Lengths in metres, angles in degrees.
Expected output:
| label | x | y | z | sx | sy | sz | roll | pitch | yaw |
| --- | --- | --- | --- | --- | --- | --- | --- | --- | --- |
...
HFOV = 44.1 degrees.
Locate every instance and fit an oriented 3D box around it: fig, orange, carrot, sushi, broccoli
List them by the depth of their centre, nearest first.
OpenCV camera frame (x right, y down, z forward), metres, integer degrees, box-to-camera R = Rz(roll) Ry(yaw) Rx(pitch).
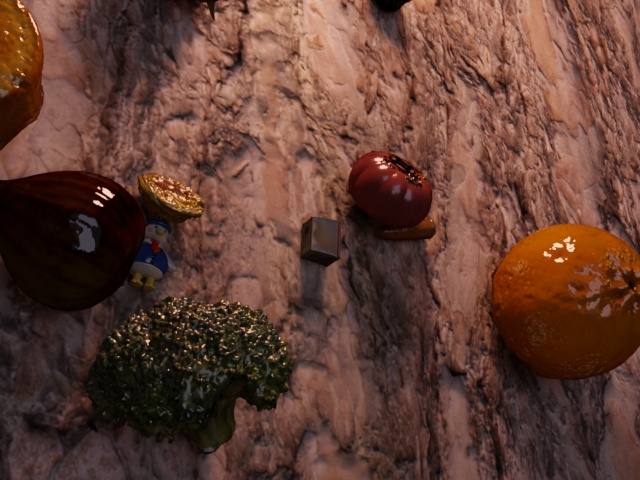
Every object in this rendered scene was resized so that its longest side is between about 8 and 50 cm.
| label | x | y | z | sx | sy | sz | roll | pitch | yaw |
| --- | --- | --- | --- | --- | --- | --- | --- | --- | --- |
| fig | -0.429 | -0.029 | 1.166 | 0.320 | 0.217 | 0.217 | 25 | 58 | -1 |
| broccoli | -0.188 | 0.195 | 1.197 | 0.288 | 0.260 | 0.236 | 12 | 74 | 17 |
| carrot | 0.177 | -0.020 | 1.645 | 0.139 | 0.048 | 0.048 | -6 | 76 | -34 |
| orange | 0.542 | 0.126 | 1.683 | 0.340 | 0.293 | 0.341 | 11 | 68 | -29 |
| sushi | 0.168 | -0.582 | 1.830 | 0.098 | 0.084 | 0.094 | -41 | 101 | -33 |

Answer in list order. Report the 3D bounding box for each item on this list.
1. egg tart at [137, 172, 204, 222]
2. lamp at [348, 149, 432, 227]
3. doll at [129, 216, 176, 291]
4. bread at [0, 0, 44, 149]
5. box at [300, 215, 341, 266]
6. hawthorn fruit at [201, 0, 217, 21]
| label | x | y | z | sx | sy | sz | roll | pitch | yaw |
| --- | --- | --- | --- | --- | --- | --- | --- | --- | --- |
| egg tart | -0.259 | -0.069 | 1.341 | 0.130 | 0.052 | 0.130 | 29 | 17 | -9 |
| lamp | 0.136 | -0.096 | 1.590 | 0.182 | 0.140 | 0.182 | 25 | 28 | -15 |
| doll | -0.281 | 0.017 | 1.313 | 0.098 | 0.057 | 0.143 | 26 | 54 | -23 |
| bread | -0.550 | -0.267 | 1.160 | 0.312 | 0.172 | 0.312 | 13 | 64 | -28 |
| box | 0.000 | 0.000 | 1.510 | 0.063 | 0.060 | 0.085 | 12 | 67 | -25 |
| hawthorn fruit | -0.236 | -0.539 | 1.480 | 0.189 | 0.189 | 0.252 | -21 | 92 | -38 |
